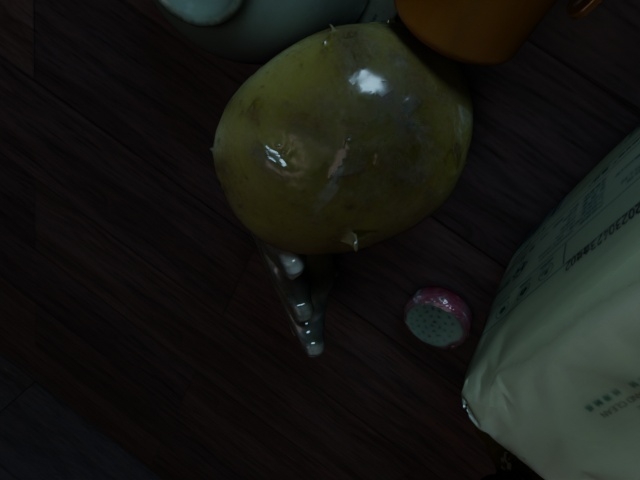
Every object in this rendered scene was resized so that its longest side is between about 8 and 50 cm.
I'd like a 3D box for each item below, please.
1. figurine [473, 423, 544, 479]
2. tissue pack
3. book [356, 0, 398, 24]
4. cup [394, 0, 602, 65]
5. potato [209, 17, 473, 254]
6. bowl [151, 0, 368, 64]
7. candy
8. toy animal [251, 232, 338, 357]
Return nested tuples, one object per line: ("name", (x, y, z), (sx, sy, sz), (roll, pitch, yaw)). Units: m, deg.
("figurine", (0.257, 0.325, 0.688), (0.168, 0.315, 0.187), (-29, 104, 42))
("tissue pack", (0.322, 0.023, 0.440), (0.207, 0.297, 0.380), (37, 135, 6))
("book", (-0.013, -0.353, 0.556), (0.282, 0.025, 0.215), (36, 135, 2))
("cup", (0.188, -0.278, 0.409), (0.226, 0.183, 0.264), (10, 143, -14))
("potato", (0.044, -0.097, 0.528), (0.116, 0.298, 0.239), (-136, 22, -70))
("bowl", (-0.096, -0.304, 0.526), (0.289, 0.146, 0.290), (17, 132, 20))
("candy", (0.175, 0.115, 0.773), (0.103, 0.043, 0.103), (16, 131, 19))
("toy animal", (0.000, 0.000, 0.725), (0.308, 0.188, 0.266), (64, 161, -8))
